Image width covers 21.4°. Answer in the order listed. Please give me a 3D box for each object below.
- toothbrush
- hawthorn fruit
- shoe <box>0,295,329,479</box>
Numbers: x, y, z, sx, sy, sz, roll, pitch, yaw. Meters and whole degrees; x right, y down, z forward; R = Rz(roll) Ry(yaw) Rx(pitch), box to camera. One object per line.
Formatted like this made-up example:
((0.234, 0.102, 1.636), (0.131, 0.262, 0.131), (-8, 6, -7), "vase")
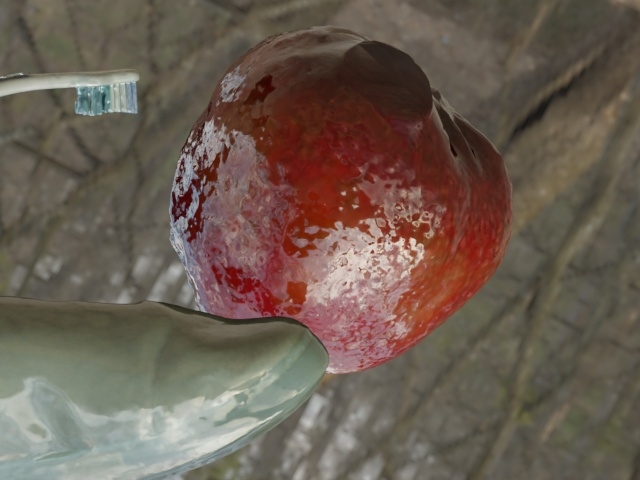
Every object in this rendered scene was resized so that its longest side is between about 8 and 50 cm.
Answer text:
((-0.284, -0.093, 1.191), (0.386, 0.040, 0.040), (-11, -150, -42), "toothbrush")
((0.000, 0.000, 1.105), (0.210, 0.266, 0.230), (28, -178, 20), "hawthorn fruit")
((-0.124, 0.069, 0.754), (0.103, 0.251, 0.100), (-124, 13, -85), "shoe")
